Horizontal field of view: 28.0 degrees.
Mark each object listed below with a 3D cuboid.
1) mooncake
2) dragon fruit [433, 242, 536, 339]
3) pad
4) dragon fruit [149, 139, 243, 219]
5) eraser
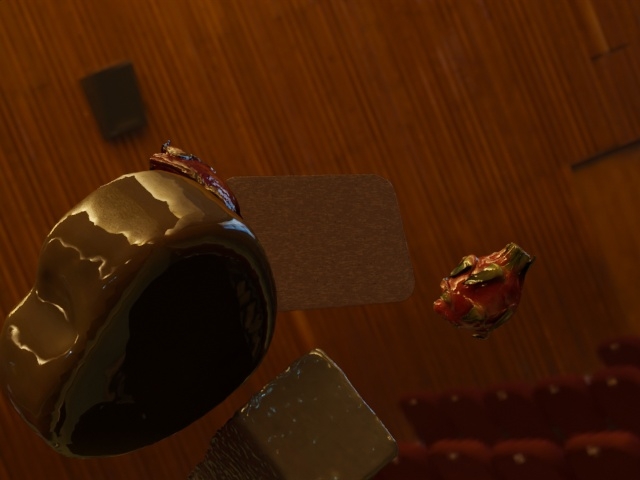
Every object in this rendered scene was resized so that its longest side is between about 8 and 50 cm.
[{"bbox_3d":[-0.139,0.059,1.033,0.234,0.117,0.235,-32,-36,-28],"label":"mooncake"},{"bbox_3d":[0.175,0.048,1.351,0.116,0.081,0.086,-46,-11,5],"label":"dragon fruit"},{"bbox_3d":[0.000,0.000,1.619,0.266,0.176,0.002,-3,-16,-33],"label":"pad"},{"bbox_3d":[-0.127,-0.040,1.442,0.127,0.121,0.161,16,21,6],"label":"dragon fruit"},{"bbox_3d":[-0.041,0.208,1.110,0.077,0.111,0.352,-35,-12,-28],"label":"eraser"}]
